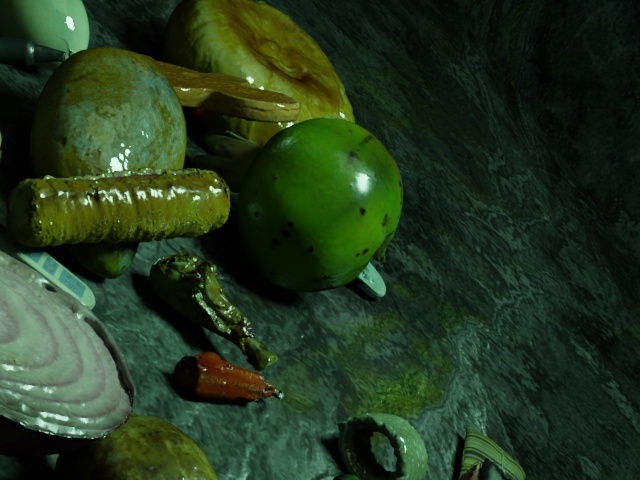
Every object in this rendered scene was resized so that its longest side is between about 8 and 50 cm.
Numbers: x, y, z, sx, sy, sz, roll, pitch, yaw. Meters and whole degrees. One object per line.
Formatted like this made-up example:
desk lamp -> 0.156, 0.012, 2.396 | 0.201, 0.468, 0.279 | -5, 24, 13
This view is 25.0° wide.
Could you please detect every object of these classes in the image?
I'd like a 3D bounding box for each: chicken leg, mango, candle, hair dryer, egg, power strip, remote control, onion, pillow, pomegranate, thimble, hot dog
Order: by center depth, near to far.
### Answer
onion -> -0.285, 0.110, 1.216 | 0.247, 0.111, 0.250 | 32, 16, -12
power strip -> -0.306, 0.019, 1.480 | 0.191, 0.030, 0.047 | 41, 20, -13
hot dog -> -0.205, -0.037, 1.537 | 0.289, 0.068, 0.083 | -7, 91, -48
candle -> -0.094, 0.155, 1.599 | 0.162, 0.048, 0.053 | 20, 62, -52
hair dryer -> -0.390, -0.210, 1.607 | 0.195, 0.050, 0.173 | 9, 23, 5
chicken leg -> -0.119, 0.081, 1.647 | 0.178, 0.070, 0.093 | 47, -20, 2
mango -> -0.248, -0.095, 1.664 | 0.193, 0.146, 0.316 | 35, 42, -33
thimble -> 0.071, 0.247, 1.689 | 0.110, 0.084, 0.062 | 41, 15, 28
egg -> -0.357, -0.283, 1.838 | 0.152, 0.114, 0.114 | 50, 21, 13
pillow -> 0.225, 0.323, 1.901 | 0.113, 0.038, 0.203 | 43, 21, -7
pomegranate -> -0.035, -0.067, 1.906 | 0.302, 0.236, 0.236 | 32, 15, 23
remote control -> 0.002, -0.001, 2.088 | 0.256, 0.045, 0.097 | 41, 22, -19

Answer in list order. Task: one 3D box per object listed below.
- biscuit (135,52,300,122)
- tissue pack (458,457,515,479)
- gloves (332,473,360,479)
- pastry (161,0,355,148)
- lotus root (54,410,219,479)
biscuit -> -0.177, -0.198, 1.922 | 0.324, 0.049, 0.205 | 13, 14, 19
tissue pack -> 0.238, 0.407, 1.647 | 0.245, 0.123, 0.332 | 46, 20, -6
gloves -> 0.058, 0.348, 1.436 | 0.107, 0.135, 0.268 | 86, -16, -49
pastry -> -0.093, -0.226, 2.179 | 0.356, 0.164, 0.356 | 38, 27, -23
lotus root -> -0.152, 0.232, 1.231 | 0.145, 0.128, 0.260 | 7, 40, -43
